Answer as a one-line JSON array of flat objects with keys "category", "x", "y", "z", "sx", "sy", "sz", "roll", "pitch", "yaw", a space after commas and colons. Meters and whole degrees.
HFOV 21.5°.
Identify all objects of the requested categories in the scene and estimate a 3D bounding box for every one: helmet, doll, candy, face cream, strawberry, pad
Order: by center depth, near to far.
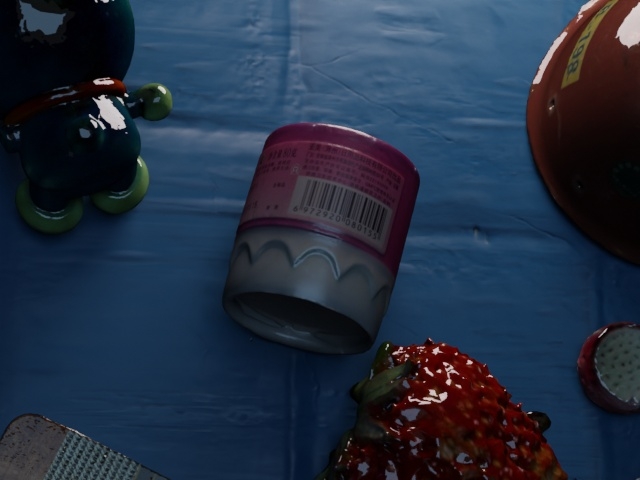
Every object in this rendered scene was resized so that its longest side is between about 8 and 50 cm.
[{"category": "pad", "x": -0.195, "y": 0.218, "z": 1.709, "sx": 0.250, "sy": 0.055, "sz": 0.323, "roll": 26, "pitch": 86, "yaw": -1}, {"category": "strawberry", "x": 0.163, "y": 0.236, "z": 1.732, "sx": 0.306, "sy": 0.138, "sz": 0.233, "roll": 26, "pitch": 67, "yaw": 0}, {"category": "face cream", "x": 0.000, "y": 0.000, "z": 1.756, "sx": 0.175, "sy": 0.175, "sz": 0.195, "roll": 19, "pitch": 68, "yaw": -4}, {"category": "doll", "x": -0.277, "y": -0.182, "z": 1.762, "sx": 0.198, "sy": 0.186, "sz": 0.322, "roll": -23, "pitch": 80, "yaw": -18}, {"category": "candy", "x": 0.333, "y": 0.139, "z": 1.845, "sx": 0.103, "sy": 0.043, "sz": 0.103, "roll": 3, "pitch": 71, "yaw": -10}, {"category": "helmet", "x": 0.430, "y": -0.173, "z": 1.874, "sx": 0.337, "sy": 0.230, "sz": 0.385, "roll": 32, "pitch": 70, "yaw": 1}]

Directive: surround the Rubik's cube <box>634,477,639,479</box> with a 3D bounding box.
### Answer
[{"category": "Rubik's cube", "x": 0.363, "y": 0.385, "z": 1.637, "sx": 0.319, "sy": 0.319, "sz": 0.264, "roll": -13, "pitch": 113, "yaw": -15}]
